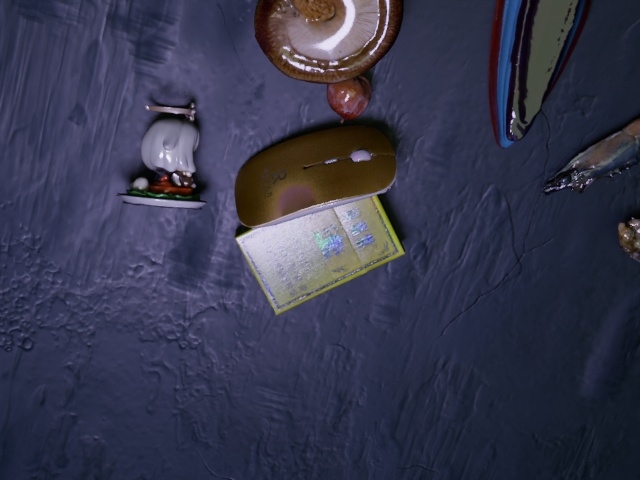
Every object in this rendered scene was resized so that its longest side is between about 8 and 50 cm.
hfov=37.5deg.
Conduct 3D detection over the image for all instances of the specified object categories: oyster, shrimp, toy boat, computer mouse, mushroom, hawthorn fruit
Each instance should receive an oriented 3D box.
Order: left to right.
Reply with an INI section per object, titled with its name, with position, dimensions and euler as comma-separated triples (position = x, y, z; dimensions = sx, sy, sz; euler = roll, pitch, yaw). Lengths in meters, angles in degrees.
[computer mouse]
position = -0.012, -0.092, 1.358
dimensions = 0.245, 0.125, 0.056
euler = -15, 150, 10
[mushroom]
position = 0.014, -0.328, 1.290
dimensions = 0.194, 0.138, 0.231
euler = 25, 114, -17
[hawthorn fruit]
position = 0.036, -0.195, 1.364
dimensions = 0.067, 0.067, 0.103
euler = 11, 113, -6
[toy boat]
position = 0.316, -0.317, 1.339
dimensions = 0.136, 0.079, 0.392
euler = 12, 103, -5
[shrimp]
position = 0.477, -0.079, 1.428
dimensions = 0.262, 0.051, 0.198
euler = -28, 107, 2
[oyster]
position = 0.515, 0.010, 1.440
dimensions = 0.148, 0.051, 0.103
euler = 17, 129, -8

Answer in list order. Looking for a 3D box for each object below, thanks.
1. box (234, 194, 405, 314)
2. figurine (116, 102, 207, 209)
[box]
position = 0.000, 0.000, 1.419
dimensions = 0.220, 0.064, 0.141
euler = -26, 105, 7
[figurine]
position = -0.223, -0.125, 1.350
dimensions = 0.132, 0.132, 0.153
euler = 5, 94, -5
